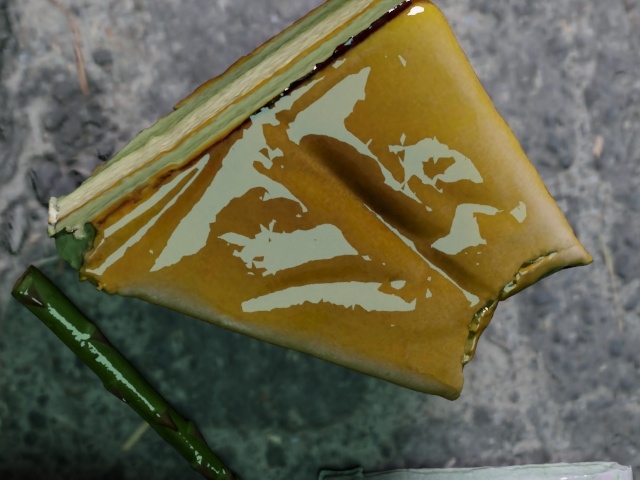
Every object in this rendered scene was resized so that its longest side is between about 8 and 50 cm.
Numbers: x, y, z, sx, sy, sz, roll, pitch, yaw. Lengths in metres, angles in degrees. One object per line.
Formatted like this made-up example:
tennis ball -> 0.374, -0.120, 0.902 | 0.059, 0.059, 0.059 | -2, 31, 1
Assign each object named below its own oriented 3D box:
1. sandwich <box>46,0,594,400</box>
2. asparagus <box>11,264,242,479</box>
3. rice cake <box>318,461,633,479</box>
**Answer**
sandwich -> 0.000, 0.000, 0.760 | 0.227, 0.155, 0.198 | -34, 107, -1
asparagus -> -0.098, 0.110, 0.836 | 0.025, 0.024, 0.248 | -25, 113, 40
rice cake -> 0.105, 0.199, 0.891 | 0.211, 0.038, 0.124 | -5, 104, -10
